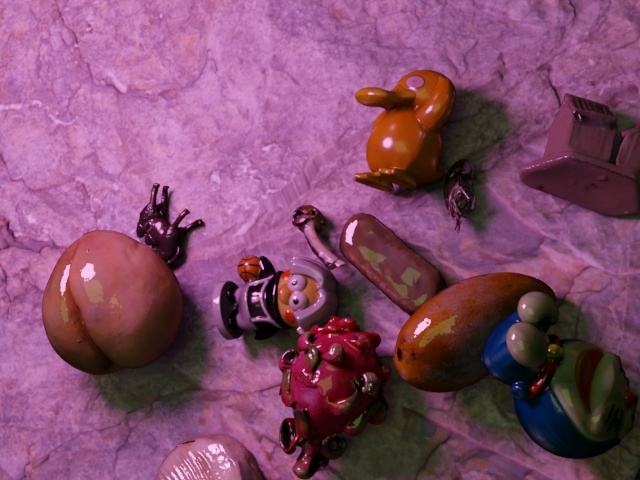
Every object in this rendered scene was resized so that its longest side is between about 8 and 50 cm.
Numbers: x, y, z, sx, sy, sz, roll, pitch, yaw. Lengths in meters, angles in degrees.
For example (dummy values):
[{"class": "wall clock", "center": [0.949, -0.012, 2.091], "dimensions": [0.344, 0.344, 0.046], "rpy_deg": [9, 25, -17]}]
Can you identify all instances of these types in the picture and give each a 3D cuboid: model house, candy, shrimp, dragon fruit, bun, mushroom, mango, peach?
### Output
[{"class": "model house", "center": [0.494, -0.165, 1.711], "dimensions": [0.229, 0.122, 0.188], "rpy_deg": [19, 72, 8]}, {"class": "candy", "center": [0.135, 0.049, 1.795], "dimensions": [0.234, 0.104, 0.102], "rpy_deg": [40, 89, 22]}, {"class": "shrimp", "center": [0.265, -0.080, 1.796], "dimensions": [0.065, 0.056, 0.165], "rpy_deg": [-19, 58, 30]}, {"class": "dragon fruit", "center": [0.015, 0.280, 1.751], "dimensions": [0.218, 0.198, 0.273], "rpy_deg": [30, 116, -6]}, {"class": "bun", "center": [-0.202, 0.484, 1.799], "dimensions": [0.239, 0.141, 0.239], "rpy_deg": [-7, 73, 23]}, {"class": "mushroom", "center": [0.000, 0.000, 1.853], "dimensions": [0.060, 0.061, 0.187], "rpy_deg": [-41, 49, 12]}, {"class": "mango", "center": [0.276, 0.156, 1.682], "dimensions": [0.316, 0.192, 0.146], "rpy_deg": [-25, 40, -4]}, {"class": "peach", "center": [-0.418, 0.123, 1.900], "dimensions": [0.292, 0.247, 0.292], "rpy_deg": [-7, 79, 39]}]

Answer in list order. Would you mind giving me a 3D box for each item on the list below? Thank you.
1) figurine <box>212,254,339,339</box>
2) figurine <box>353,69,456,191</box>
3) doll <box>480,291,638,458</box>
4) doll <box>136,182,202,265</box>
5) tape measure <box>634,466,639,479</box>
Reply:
[{"class": "figurine", "center": [-0.079, 0.107, 1.843], "dimensions": [0.236, 0.133, 0.176], "rpy_deg": [-9, 78, 21]}, {"class": "figurine", "center": [0.166, -0.209, 1.815], "dimensions": [0.215, 0.215, 0.228], "rpy_deg": [-3, 92, 19]}, {"class": "doll", "center": [0.396, 0.237, 1.587], "dimensions": [0.322, 0.198, 0.186], "rpy_deg": [46, 137, -10]}, {"class": "doll", "center": [-0.336, -0.018, 2.001], "dimensions": [0.139, 0.057, 0.165], "rpy_deg": [39, 98, 19]}, {"class": "tape measure", "center": [0.583, 0.375, 1.483], "dimensions": [0.138, 0.262, 0.259], "rpy_deg": [27, 88, 15]}]
